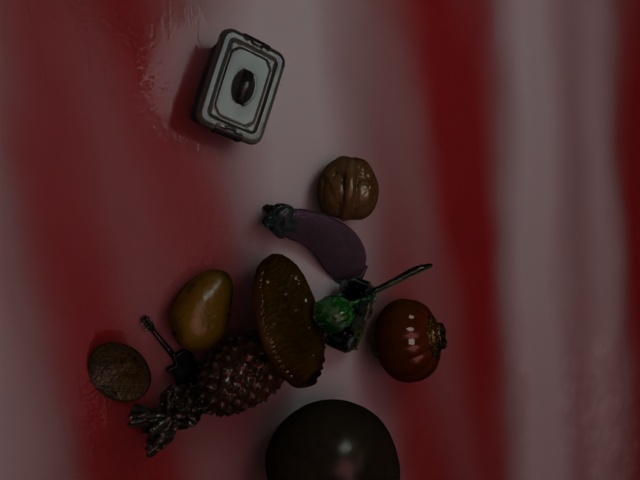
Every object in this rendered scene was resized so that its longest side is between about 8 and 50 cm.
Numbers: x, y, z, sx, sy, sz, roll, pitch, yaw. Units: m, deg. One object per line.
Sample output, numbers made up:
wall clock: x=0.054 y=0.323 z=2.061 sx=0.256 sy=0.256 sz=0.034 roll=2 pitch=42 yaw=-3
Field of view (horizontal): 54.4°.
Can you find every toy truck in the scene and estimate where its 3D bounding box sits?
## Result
toy truck: x=0.085 y=0.191 z=1.614 sx=0.116 sy=0.085 sz=0.191 roll=21 pitch=88 yaw=-64

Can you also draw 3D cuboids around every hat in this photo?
hat: x=-0.424 y=0.273 z=1.360 sx=0.146 sy=0.067 sz=0.146 roll=3 pitch=108 yaw=10

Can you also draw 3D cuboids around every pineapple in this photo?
pineapple: x=-0.244 y=0.345 z=1.387 sx=0.361 sy=0.175 sz=0.175 roll=-36 pitch=111 yaw=-17

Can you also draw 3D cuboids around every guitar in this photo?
guitar: x=-0.334 y=0.262 z=1.424 sx=0.088 sy=0.025 sz=0.233 roll=-41 pitch=113 yaw=-23

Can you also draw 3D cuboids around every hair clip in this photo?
hair clip: x=0.001 y=-0.002 z=1.559 sx=0.359 sy=0.096 sz=0.110 roll=32 pitch=62 yaw=-31

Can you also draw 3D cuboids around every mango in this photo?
mango: x=-0.264 y=0.157 z=1.417 sx=0.137 sy=0.098 sz=0.195 roll=36 pitch=70 yaw=-24

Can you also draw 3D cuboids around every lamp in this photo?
lamp: x=0.232 y=0.263 z=1.646 sx=0.223 sy=0.197 sz=0.223 roll=36 pitch=48 yaw=-54

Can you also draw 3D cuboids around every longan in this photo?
longan: x=0.031 y=0.564 z=1.489 sx=0.361 sy=0.361 sz=0.361 roll=-3 pitch=96 yaw=-29

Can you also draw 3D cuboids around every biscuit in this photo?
biscuit: x=-0.065 y=0.182 z=1.445 sx=0.040 sy=0.318 sz=0.318 roll=-18 pitch=109 yaw=19

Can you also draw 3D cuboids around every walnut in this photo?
walnut: x=0.068 y=-0.128 z=1.551 sx=0.167 sy=0.149 sz=0.166 roll=0 pitch=80 yaw=-2

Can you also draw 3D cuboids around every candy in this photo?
candy: x=0.131 y=0.128 z=1.514 sx=0.323 sy=0.097 sz=0.097 roll=-27 pitch=108 yaw=-7

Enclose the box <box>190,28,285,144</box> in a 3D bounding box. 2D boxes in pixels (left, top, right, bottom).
box: x=-0.189 y=-0.337 z=1.390 sx=0.162 sy=0.130 sz=0.227 roll=19 pitch=87 yaw=-30
